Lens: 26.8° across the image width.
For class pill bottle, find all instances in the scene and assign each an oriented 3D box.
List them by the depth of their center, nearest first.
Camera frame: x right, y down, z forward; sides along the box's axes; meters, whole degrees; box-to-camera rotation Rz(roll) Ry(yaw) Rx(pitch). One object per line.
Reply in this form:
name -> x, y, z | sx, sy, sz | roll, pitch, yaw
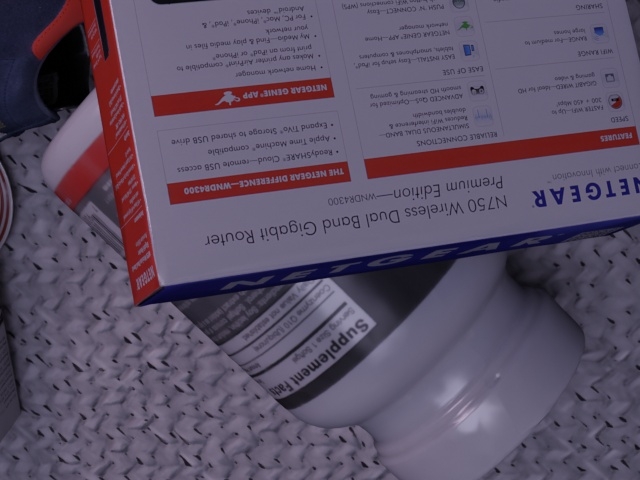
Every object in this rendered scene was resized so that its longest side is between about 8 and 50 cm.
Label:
pill bottle -> 0.000, 0.000, 0.957 | 0.363, 0.210, 0.210 | 43, 110, -6

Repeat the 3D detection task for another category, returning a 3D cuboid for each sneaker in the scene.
sneaker -> -0.251, -0.107, 0.970 | 0.148, 0.131, 0.350 | 7, 154, -32

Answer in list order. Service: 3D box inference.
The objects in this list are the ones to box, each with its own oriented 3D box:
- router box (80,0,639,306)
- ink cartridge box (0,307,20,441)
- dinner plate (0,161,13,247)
router box -> 0.026, -0.133, 0.835 | 0.336, 0.082, 0.301 | -7, 82, -20
ink cartridge box -> -0.342, 0.078, 1.097 | 0.148, 0.086, 0.203 | 0, 115, 11
dinner plate -> -0.317, -0.037, 1.104 | 0.141, 0.017, 0.141 | 3, 109, 10
